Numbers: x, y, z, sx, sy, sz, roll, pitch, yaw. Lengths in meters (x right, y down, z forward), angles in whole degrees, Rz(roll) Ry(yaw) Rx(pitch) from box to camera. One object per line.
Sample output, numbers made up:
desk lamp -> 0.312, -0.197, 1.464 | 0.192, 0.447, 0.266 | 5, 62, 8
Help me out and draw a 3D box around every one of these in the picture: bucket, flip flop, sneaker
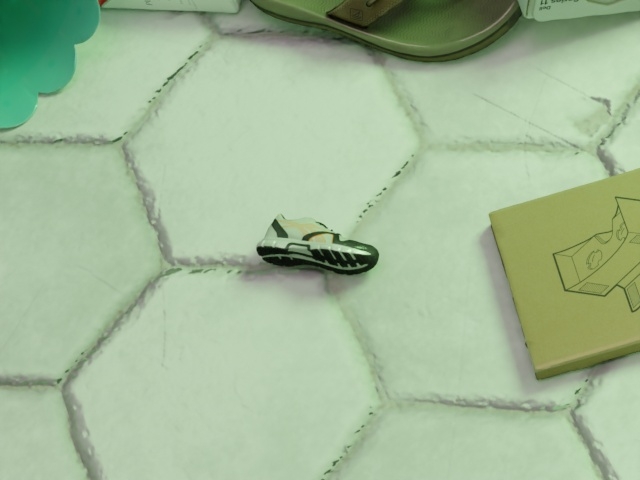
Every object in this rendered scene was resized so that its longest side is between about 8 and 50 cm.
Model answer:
bucket -> -0.356, -0.249, 1.733 | 0.281, 0.281, 0.183 | -39, 49, -12
flip flop -> 0.052, -0.239, 1.716 | 0.277, 0.080, 0.112 | 15, 63, 17
sneaker -> 0.000, 0.000, 1.601 | 0.109, 0.040, 0.043 | 9, 58, 21

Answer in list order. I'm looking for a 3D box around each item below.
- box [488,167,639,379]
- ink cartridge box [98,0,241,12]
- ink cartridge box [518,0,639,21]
box -> 0.251, 0.016, 1.532 | 0.201, 0.021, 0.164 | -17, 54, 5
ink cartridge box -> -0.166, -0.309, 1.846 | 0.225, 0.056, 0.181 | 5, 59, 17
ink cartridge box -> 0.233, -0.305, 1.689 | 0.153, 0.087, 0.208 | -8, 54, -11
